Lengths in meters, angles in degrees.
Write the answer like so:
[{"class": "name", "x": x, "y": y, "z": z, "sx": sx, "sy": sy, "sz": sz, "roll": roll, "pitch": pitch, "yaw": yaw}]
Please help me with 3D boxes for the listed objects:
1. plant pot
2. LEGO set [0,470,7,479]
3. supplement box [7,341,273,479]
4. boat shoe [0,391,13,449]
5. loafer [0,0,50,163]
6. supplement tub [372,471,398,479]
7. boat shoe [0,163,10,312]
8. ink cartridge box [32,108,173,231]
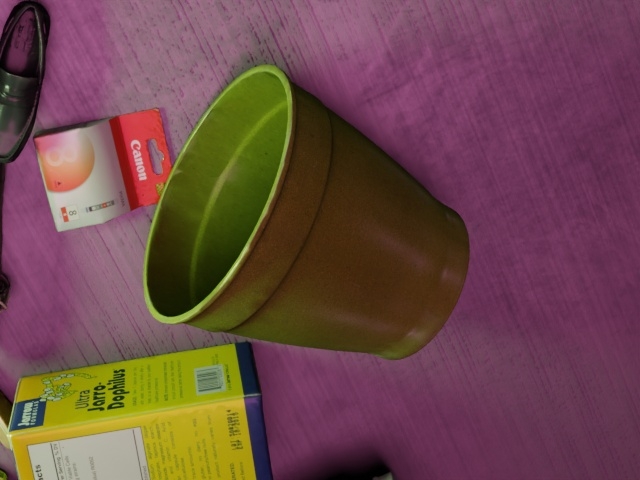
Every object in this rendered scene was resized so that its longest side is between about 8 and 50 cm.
[{"class": "plant pot", "x": 0.000, "y": 0.000, "z": 1.730, "sx": 0.353, "sy": 0.366, "sz": 0.366, "roll": 24, "pitch": 104, "yaw": -27}, {"class": "LEGO set", "x": -0.523, "y": 0.394, "z": 1.905, "sx": 0.227, "sy": 0.087, "sz": 0.093, "roll": 36, "pitch": 100, "yaw": -16}, {"class": "supplement box", "x": -0.257, "y": 0.297, "z": 1.850, "sx": 0.357, "sy": 0.195, "sz": 0.194, "roll": -8, "pitch": 109, "yaw": -6}, {"class": "boat shoe", "x": -0.507, "y": 0.246, "z": 1.873, "sx": 0.059, "sy": 0.063, "sz": 0.170, "roll": -32, "pitch": 100, "yaw": 7}, {"class": "loafer", "x": -0.413, "y": -0.214, "z": 1.694, "sx": 0.076, "sy": 0.078, "sz": 0.223, "roll": 13, "pitch": 93, "yaw": -11}, {"class": "supplement tub", "x": 0.008, "y": 0.516, "z": 1.938, "sx": 0.325, "sy": 0.235, "sz": 0.235, "roll": -27, "pitch": 110, "yaw": 2}, {"class": "boat shoe", "x": -0.477, "y": 0.025, "z": 1.773, "sx": 0.096, "sy": 0.112, "sz": 0.335, "roll": -3, "pitch": 106, "yaw": -2}, {"class": "ink cartridge box", "x": -0.303, "y": -0.099, "z": 1.790, "sx": 0.179, "sy": 0.045, "sz": 0.145, "roll": -11, "pitch": 110, "yaw": -1}]
